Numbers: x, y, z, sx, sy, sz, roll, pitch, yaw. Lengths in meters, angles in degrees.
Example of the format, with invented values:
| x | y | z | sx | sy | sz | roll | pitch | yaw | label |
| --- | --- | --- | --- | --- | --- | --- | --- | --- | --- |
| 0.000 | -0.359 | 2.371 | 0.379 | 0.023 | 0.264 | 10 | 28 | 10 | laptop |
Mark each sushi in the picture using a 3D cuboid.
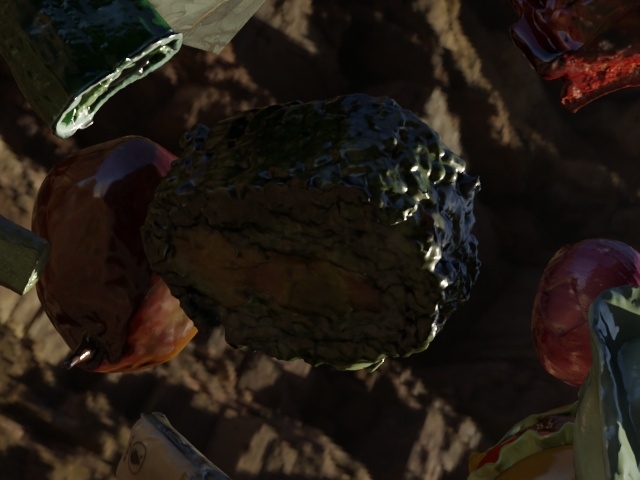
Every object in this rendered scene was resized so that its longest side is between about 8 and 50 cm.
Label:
| x | y | z | sx | sy | sz | roll | pitch | yaw | label |
| --- | --- | --- | --- | --- | --- | --- | --- | --- | --- |
| 0.000 | 0.000 | 1.405 | 0.352 | 0.178 | 0.294 | -4 | -51 | 32 | sushi |

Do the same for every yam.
| x | y | z | sx | sy | sz | roll | pitch | yaw | label |
| --- | --- | --- | --- | --- | --- | --- | --- | --- | --- |
| -0.357 | -0.009 | 1.287 | 0.169 | 0.068 | 0.068 | 29 | -35 | -1 | yam |

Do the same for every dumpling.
| x | y | z | sx | sy | sz | roll | pitch | yaw | label |
| --- | --- | --- | --- | --- | --- | --- | --- | --- | --- |
| 0.183 | 0.129 | 0.716 | 0.108 | 0.153 | 0.219 | -2 | -55 | 56 | dumpling |

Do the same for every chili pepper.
| x | y | z | sx | sy | sz | roll | pitch | yaw | label |
| --- | --- | --- | --- | --- | --- | --- | --- | --- | --- |
| -0.256 | -0.226 | 1.078 | 0.270 | 0.136 | 0.099 | 47 | -2 | 9 | chili pepper |

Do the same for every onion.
| x | y | z | sx | sy | sz | roll | pitch | yaw | label |
| --- | --- | --- | --- | --- | --- | --- | --- | --- | --- |
| 0.317 | 0.084 | 1.464 | 0.153 | 0.177 | 0.177 | 28 | -35 | 6 | onion |

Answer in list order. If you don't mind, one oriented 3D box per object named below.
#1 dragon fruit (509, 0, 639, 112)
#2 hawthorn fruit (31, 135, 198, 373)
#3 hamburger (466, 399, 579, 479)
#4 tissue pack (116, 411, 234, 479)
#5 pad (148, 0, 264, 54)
| x | y | z | sx | sy | sz | roll | pitch | yaw | label |
| --- | --- | --- | --- | --- | --- | --- | --- | --- | --- |
| 0.328 | -0.258 | 1.183 | 0.329 | 0.286 | 0.228 | -45 | -51 | 12 | dragon fruit |
| -0.264 | 0.021 | 1.812 | 0.308 | 0.324 | 0.308 | -14 | -21 | -5 | hawthorn fruit |
| 0.254 | 0.300 | 1.240 | 0.274 | 0.212 | 0.274 | 3 | -81 | 17 | hamburger |
| -0.118 | 0.436 | 1.550 | 0.390 | 0.195 | 0.375 | 30 | -54 | 50 | tissue pack |
| -0.141 | -0.309 | 1.301 | 0.247 | 0.007 | 0.367 | -45 | -26 | 21 | pad |
